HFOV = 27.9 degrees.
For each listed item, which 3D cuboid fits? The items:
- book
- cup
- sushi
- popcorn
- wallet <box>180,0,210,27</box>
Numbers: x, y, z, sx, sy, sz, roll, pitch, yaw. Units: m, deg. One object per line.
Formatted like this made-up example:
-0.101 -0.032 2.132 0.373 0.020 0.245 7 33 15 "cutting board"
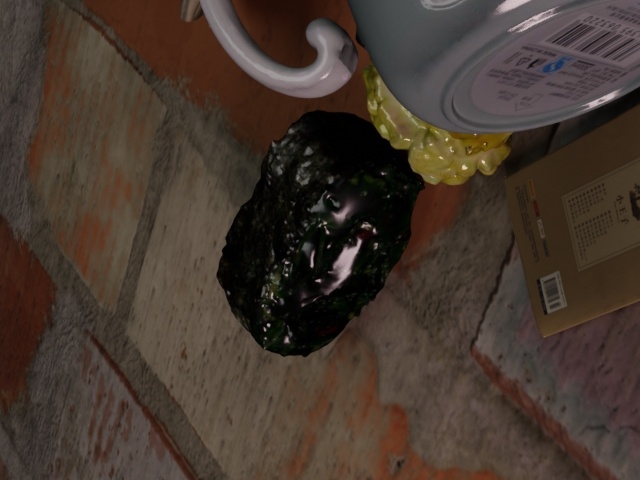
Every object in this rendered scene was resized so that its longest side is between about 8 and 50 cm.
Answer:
0.217 -0.019 0.952 0.199 0.016 0.138 -30 66 51 "book"
0.081 -0.215 0.888 0.357 0.259 0.274 -23 70 14 "cup"
0.000 0.000 1.169 0.127 0.124 0.225 54 126 39 "sushi"
0.099 -0.118 1.033 0.126 0.126 0.145 131 141 -54 "popcorn"
-0.083 -0.363 1.233 0.275 0.068 0.335 -70 -10 -63 "wallet"
